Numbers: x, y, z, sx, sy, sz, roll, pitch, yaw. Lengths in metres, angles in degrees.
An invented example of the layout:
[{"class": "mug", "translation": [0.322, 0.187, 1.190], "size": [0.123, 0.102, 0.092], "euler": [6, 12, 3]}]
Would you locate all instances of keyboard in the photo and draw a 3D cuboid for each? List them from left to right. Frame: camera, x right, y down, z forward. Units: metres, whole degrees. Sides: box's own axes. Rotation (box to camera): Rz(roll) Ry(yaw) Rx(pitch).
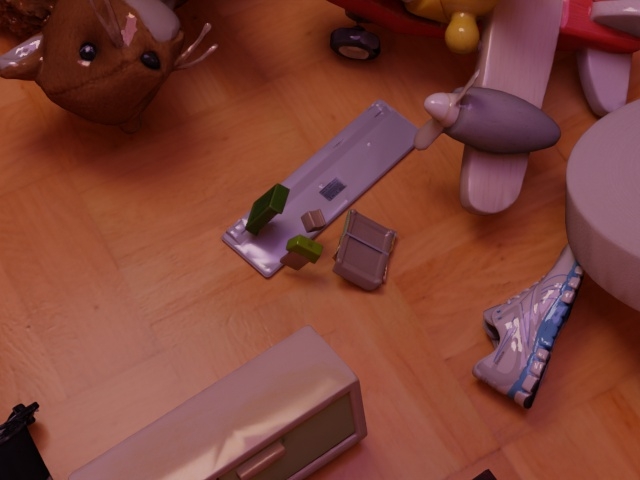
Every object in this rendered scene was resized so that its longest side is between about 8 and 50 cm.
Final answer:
[{"class": "keyboard", "translation": [0.006, -0.061, 1.450], "size": [0.072, 0.014, 0.256], "euler": [42, 68, 13]}]

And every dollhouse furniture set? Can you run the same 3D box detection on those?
[{"class": "dollhouse furniture set", "translation": [0.000, 0.000, 1.401], "size": [0.151, 0.058, 0.076], "euler": [27, 56, -17]}]

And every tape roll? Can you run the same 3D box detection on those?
[{"class": "tape roll", "translation": [0.442, -0.041, 1.328], "size": [0.392, 0.072, 0.392], "euler": [-5, 34, 3]}]

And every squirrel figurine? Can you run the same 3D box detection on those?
[{"class": "squirrel figurine", "translation": [-0.234, -0.310, 1.458], "size": [0.397, 0.281, 0.370], "euler": [9, 83, 43]}]

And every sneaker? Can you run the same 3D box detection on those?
[{"class": "sneaker", "translation": [0.212, 0.073, 1.354], "size": [0.083, 0.071, 0.191], "euler": [22, 62, 16]}]

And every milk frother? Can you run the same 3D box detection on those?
[{"class": "milk frother", "translation": [-0.275, 0.232, 1.232], "size": [0.143, 0.129, 0.135], "euler": [-36, 104, -49]}]

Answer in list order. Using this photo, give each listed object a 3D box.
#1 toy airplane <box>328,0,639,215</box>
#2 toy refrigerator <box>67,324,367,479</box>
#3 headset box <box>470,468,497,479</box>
[{"class": "toy airplane", "translation": [0.207, -0.273, 1.423], "size": [0.384, 0.272, 0.386], "euler": [-34, 83, -9]}, {"class": "toy refrigerator", "translation": [-0.088, 0.204, 1.236], "size": [0.269, 0.102, 0.094], "euler": [-31, 52, -18]}, {"class": "headset box", "translation": [0.145, 0.386, 1.151], "size": [0.218, 0.110, 0.293], "euler": [-30, 66, -18]}]
